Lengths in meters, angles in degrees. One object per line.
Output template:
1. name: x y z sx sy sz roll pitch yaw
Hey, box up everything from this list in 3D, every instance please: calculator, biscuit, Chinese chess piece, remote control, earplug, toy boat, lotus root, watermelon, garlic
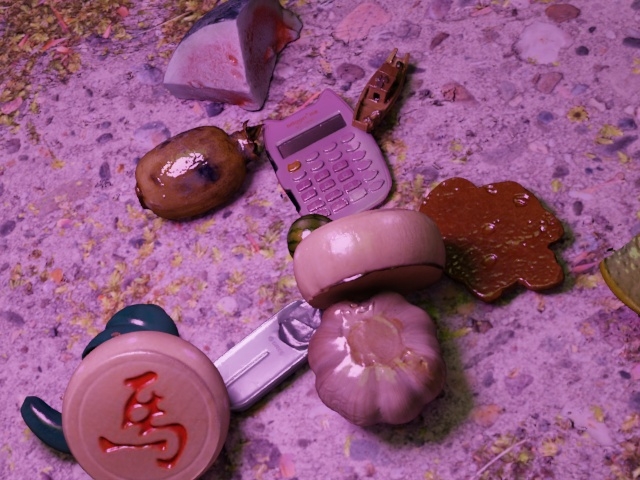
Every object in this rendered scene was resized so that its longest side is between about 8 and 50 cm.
1. calculator: 0.014 -0.142 1.981 0.194 0.043 0.294 -27 60 0
2. biscuit: 0.294 -0.004 1.805 0.208 0.041 0.290 -44 58 -9
3. Chinese chess piece: 0.080 0.036 1.727 0.249 0.250 0.103 -16 72 8
4. Chinese chess piece: -0.279 0.277 1.702 0.273 0.102 0.273 0 102 -1
5. remote control: -0.086 0.196 1.803 0.247 0.052 0.104 -37 58 -6
6. earplug: -0.355 0.233 1.832 0.257 0.164 0.280 -21 35 47
7. toy boat: 0.113 -0.283 1.988 0.064 0.072 0.206 22 58 10
8. lotus root: -0.215 -0.137 1.985 0.278 0.154 0.154 -25 56 -2
9. watermelon: -0.149 -0.366 2.078 0.319 0.289 0.214 -27 85 -14
10. watermelon: -0.006 0.002 1.868 0.109 0.109 0.109 -8 58 13
11. garlic: 0.090 0.194 1.687 0.227 0.152 0.228 -6 63 12

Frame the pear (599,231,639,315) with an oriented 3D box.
1. pear: 0.591 0.053 1.630 0.288 0.139 0.239 -37 71 -11
